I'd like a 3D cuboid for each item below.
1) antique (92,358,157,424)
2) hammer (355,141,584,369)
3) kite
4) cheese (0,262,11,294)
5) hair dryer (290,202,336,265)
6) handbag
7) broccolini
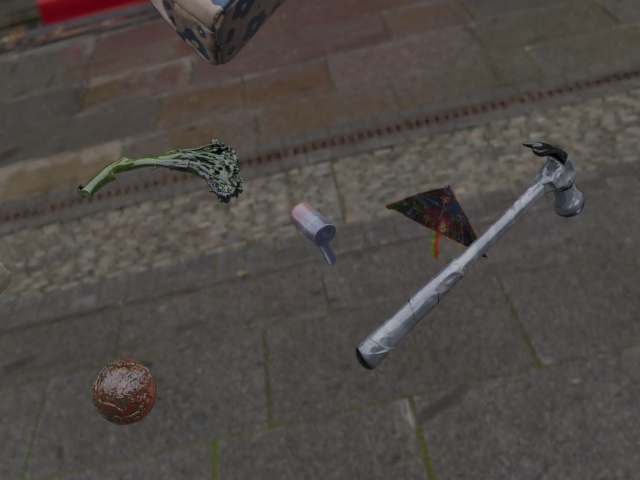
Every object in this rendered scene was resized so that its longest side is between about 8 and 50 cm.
[{"bbox_3d":[-0.295,0.228,1.724,0.104,0.104,0.104,-11,26,5],"label":"antique"},{"bbox_3d":[0.209,0.030,1.587,0.427,0.152,0.044,-45,42,-14],"label":"hammer"},{"bbox_3d":[0.190,-0.030,1.829,0.190,0.159,0.010,29,46,16],"label":"kite"},{"bbox_3d":[-0.684,0.019,1.886,0.332,0.292,0.153,28,71,12],"label":"cheese"},{"bbox_3d":[0.000,0.000,1.611,0.037,0.114,0.063,-39,50,-10],"label":"hair dryer"},{"bbox_3d":[-0.159,-0.439,1.847,0.193,0.190,0.251,36,74,12],"label":"handbag"},{"bbox_3d":[-0.223,-0.082,1.680,0.271,0.062,0.123,-17,44,-37],"label":"broccolini"}]
